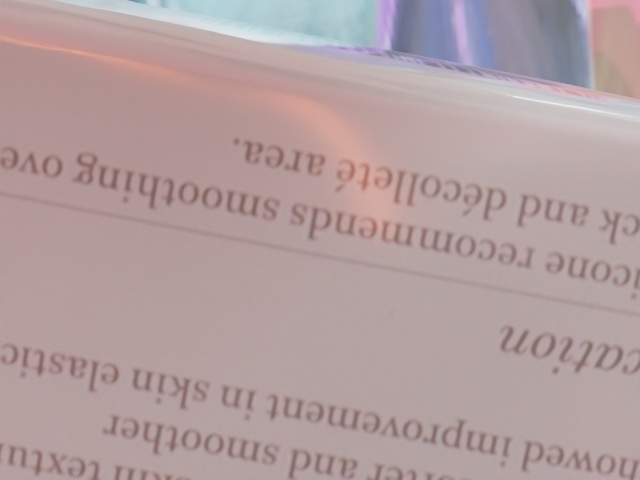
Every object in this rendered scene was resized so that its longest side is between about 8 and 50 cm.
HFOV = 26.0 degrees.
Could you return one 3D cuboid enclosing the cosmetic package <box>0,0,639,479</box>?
[{"bbox_3d":[-0.014,0.109,0.607,0.330,0.393,0.327,11,9,-3],"label":"cosmetic package"}]
